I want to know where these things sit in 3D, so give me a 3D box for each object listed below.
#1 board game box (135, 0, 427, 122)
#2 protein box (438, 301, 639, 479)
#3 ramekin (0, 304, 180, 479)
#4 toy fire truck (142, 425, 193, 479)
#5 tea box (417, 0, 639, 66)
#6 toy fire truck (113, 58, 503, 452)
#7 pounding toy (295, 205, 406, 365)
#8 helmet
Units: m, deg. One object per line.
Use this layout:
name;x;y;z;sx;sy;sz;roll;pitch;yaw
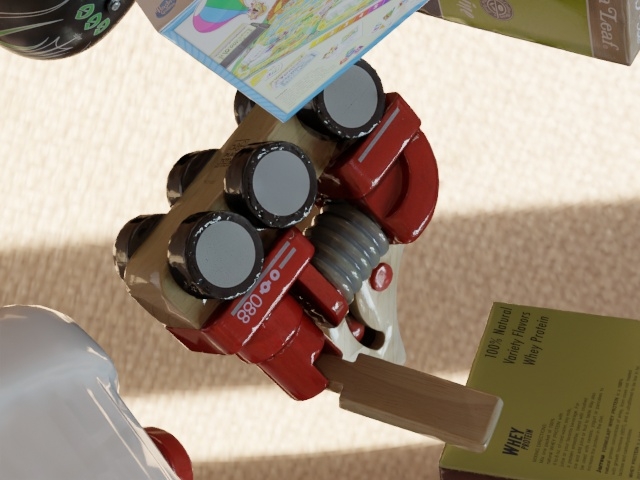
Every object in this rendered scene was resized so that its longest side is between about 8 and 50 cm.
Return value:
board game box;0.018;-0.113;0.539;0.154;0.026;0.103;-39;156;9
protein box;0.222;0.176;1.298;0.201;0.200;0.136;7;132;17
ramekin;-0.132;0.157;0.461;0.127;0.273;0.273;45;110;10
toy fire truck;-0.280;0.288;1.550;0.302;0.169;0.254;27;107;27
tea box;0.187;-0.383;1.475;0.323;0.220;0.329;21;148;27
toy fire truck;0.022;0.020;1.067;0.246;0.158;0.217;47;67;-23
pounding toy;0.000;0.000;1.522;0.154;0.155;0.269;-34;128;-36
helmet;-0.261;-0.249;1.450;0.161;0.169;0.169;-29;116;11
